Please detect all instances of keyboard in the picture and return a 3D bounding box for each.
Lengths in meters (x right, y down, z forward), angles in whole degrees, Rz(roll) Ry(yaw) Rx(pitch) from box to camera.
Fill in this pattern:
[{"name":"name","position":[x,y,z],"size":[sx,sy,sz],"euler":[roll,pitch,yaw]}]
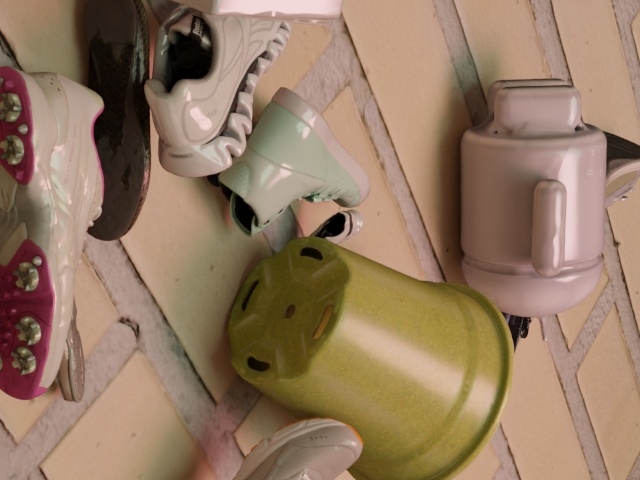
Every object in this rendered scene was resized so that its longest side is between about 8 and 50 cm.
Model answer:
[{"name":"keyboard","position":[0.291,0.109,2.078],"size":[0.108,0.023,0.180],"euler":[26,77,-46]}]

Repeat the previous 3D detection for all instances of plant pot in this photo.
[{"name":"plant pot","position":[0.039,0.127,1.573],"size":[0.254,0.276,0.276],"euler":[32,71,-39]}]

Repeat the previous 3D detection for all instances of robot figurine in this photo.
[{"name":"robot figurine","position":[0.296,-0.045,1.897],"size":[0.300,0.200,0.353],"euler":[-79,168,-75]}]

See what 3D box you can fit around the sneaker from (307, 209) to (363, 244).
[{"name":"sneaker","position":[0.000,0.000,1.613],"size":[0.109,0.040,0.044],"euler":[-44,160,15]}]

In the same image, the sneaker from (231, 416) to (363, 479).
[{"name":"sneaker","position":[-0.059,0.297,1.467],"size":[0.262,0.121,0.099],"euler":[-32,134,0]}]

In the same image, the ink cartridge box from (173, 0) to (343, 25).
[{"name":"ink cartridge box","position":[-0.092,-0.403,1.172],"size":[0.160,0.279,0.384],"euler":[-8,115,-45]}]

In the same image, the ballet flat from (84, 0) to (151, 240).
[{"name":"ballet flat","position":[-0.199,-0.125,1.334],"size":[0.058,0.084,0.249],"euler":[-20,112,-76]}]

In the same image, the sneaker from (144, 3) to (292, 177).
[{"name":"sneaker","position":[-0.104,-0.205,1.361],"size":[0.118,0.110,0.292],"euler":[64,30,-47]}]

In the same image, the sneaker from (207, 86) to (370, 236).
[{"name":"sneaker","position":[-0.038,-0.063,1.559],"size":[0.151,0.094,0.256],"euler":[-51,153,-3]}]

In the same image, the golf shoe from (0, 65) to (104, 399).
[{"name":"golf shoe","position":[-0.250,-0.007,1.255],"size":[0.140,0.115,0.306],"euler":[-13,109,-55]}]

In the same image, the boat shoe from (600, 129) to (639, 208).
[{"name":"boat shoe","position":[0.426,-0.095,2.138],"size":[0.320,0.118,0.103],"euler":[-33,144,-55]}]

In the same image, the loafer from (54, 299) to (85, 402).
[{"name":"loafer","position":[-0.257,0.100,1.334],"size":[0.045,0.039,0.125],"euler":[-79,167,-69]}]
